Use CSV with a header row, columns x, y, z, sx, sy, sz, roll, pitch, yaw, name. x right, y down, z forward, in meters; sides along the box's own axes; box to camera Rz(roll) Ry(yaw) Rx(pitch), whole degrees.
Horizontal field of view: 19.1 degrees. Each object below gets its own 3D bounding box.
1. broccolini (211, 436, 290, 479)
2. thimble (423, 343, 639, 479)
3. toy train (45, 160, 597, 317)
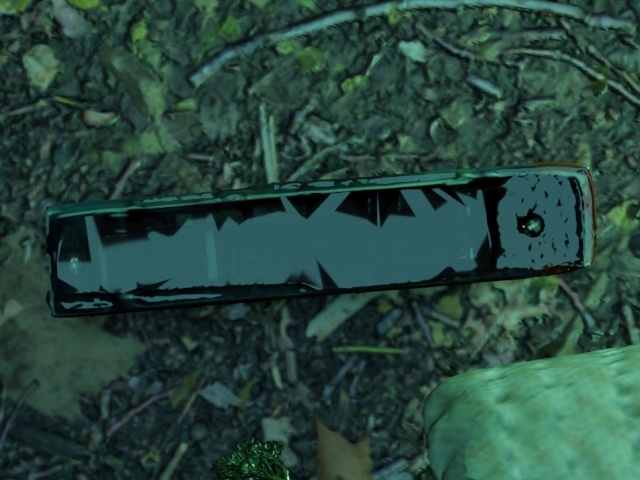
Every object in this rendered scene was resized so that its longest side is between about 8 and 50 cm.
x,y,z,sx,sy,sz,roll,pitch,yaw,name
0.003,0.210,1.412,0.194,0.052,0.054,35,89,10,broccolini
0.179,0.222,1.280,0.195,0.291,0.291,-9,79,3,thimble
0.000,0.000,1.430,0.409,0.089,0.086,-5,85,4,toy train
